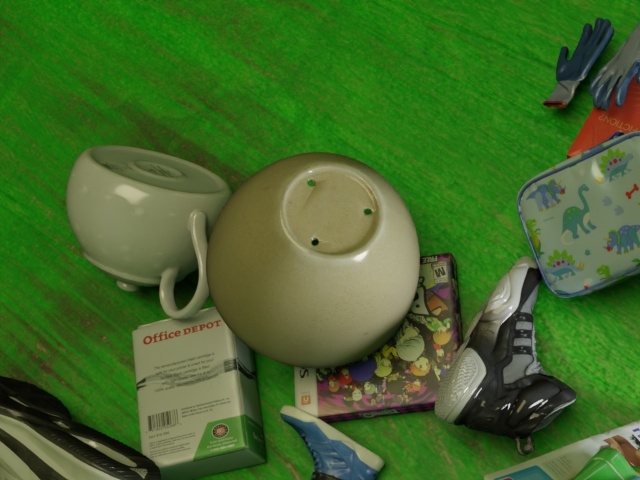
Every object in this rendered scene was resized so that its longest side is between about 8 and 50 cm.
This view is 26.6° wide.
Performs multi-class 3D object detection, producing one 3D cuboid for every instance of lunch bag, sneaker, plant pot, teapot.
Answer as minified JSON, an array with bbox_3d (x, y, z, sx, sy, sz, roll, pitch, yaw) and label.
[{"bbox_3d":[0.371,-0.036,1.724,0.219,0.090,0.176,-27,79,31],"label":"lunch bag"},{"bbox_3d":[0.259,0.151,1.726,0.153,0.101,0.268,30,57,3],"label":"sneaker"},{"bbox_3d":[-0.421,0.344,1.824,0.448,0.169,0.257,22,93,41],"label":"sneaker"},{"bbox_3d":[0.000,0.000,1.715,0.284,0.191,0.284,3,67,-6],"label":"plant pot"},{"bbox_3d":[-0.248,-0.013,1.908,0.253,0.256,0.187,17,104,3],"label":"teapot"},{"bbox_3d":[-0.001,0.282,1.754,0.152,0.058,0.084,33,81,-2],"label":"sneaker"}]

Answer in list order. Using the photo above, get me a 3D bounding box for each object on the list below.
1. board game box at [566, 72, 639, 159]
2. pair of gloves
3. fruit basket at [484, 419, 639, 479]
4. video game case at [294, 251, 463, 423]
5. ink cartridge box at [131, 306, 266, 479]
[{"bbox_3d":[0.512,-0.186,1.805,0.242,0.064,0.316,26,77,26],"label":"board game box"},{"bbox_3d":[0.385,-0.242,1.838,0.198,0.023,0.159,5,59,59],"label":"pair of gloves"},{"bbox_3d":[0.393,0.334,1.485,0.327,0.353,0.165,51,133,29],"label":"fruit basket"},{"bbox_3d":[0.076,0.133,1.822,0.232,0.042,0.210,-8,66,15],"label":"video game case"},{"bbox_3d":[-0.166,0.210,1.842,0.153,0.087,0.208,-14,64,13],"label":"ink cartridge box"}]
